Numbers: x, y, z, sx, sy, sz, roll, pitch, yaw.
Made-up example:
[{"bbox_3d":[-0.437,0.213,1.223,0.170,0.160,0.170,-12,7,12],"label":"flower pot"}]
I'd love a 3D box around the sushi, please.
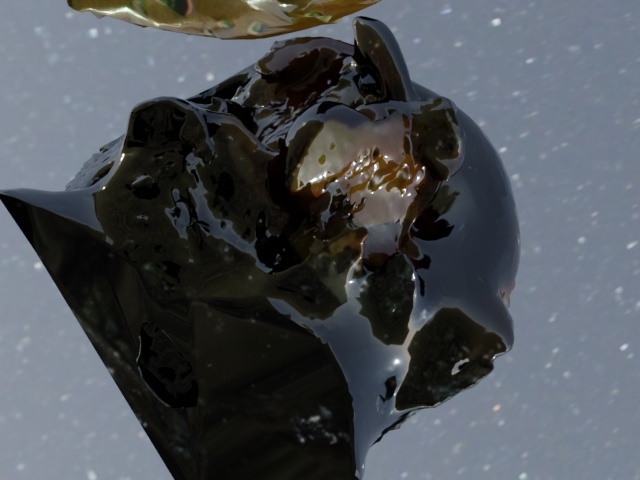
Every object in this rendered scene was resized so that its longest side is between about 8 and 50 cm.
[{"bbox_3d":[0.000,0.000,0.821,0.212,0.227,0.215,-29,-88,19],"label":"sushi"}]

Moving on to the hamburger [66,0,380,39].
[{"bbox_3d":[-0.038,-0.125,0.334,0.177,0.113,0.185,23,-16,-4],"label":"hamburger"}]
